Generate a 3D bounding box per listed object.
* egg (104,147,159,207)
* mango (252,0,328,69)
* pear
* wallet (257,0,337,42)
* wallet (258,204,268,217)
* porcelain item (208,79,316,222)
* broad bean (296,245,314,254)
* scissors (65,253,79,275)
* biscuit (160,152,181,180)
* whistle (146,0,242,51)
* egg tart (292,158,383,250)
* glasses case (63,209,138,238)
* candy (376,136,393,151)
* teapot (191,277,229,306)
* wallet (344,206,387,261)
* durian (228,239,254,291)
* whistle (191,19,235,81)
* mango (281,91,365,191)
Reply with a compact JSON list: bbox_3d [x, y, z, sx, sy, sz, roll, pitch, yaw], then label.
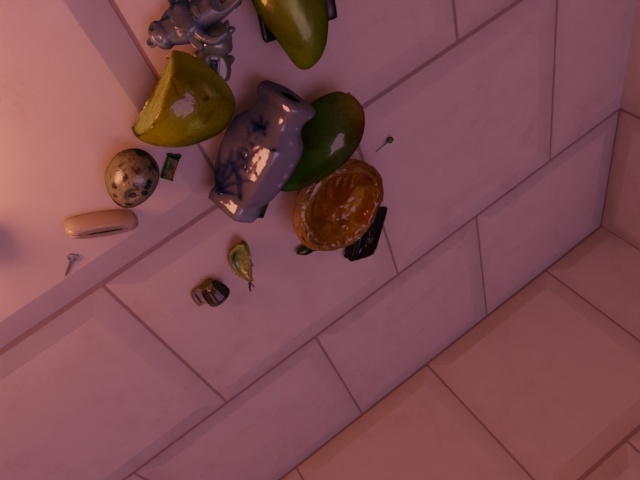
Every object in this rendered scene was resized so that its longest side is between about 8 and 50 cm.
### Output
[{"bbox_3d":[-0.528,-0.171,1.549,0.141,0.141,0.181,4,130,-41],"label":"egg"},{"bbox_3d":[-0.078,-0.625,1.470,0.192,0.156,0.343,-24,114,-12],"label":"mango"},{"bbox_3d":[-0.344,-0.328,1.496,0.239,0.139,0.288,10,135,-41],"label":"pear"},{"bbox_3d":[-0.066,-0.663,1.588,0.244,0.025,0.124,-25,135,-16],"label":"wallet"},{"bbox_3d":[-0.219,-0.136,1.920,0.088,0.026,0.129,3,123,-36],"label":"wallet"},{"bbox_3d":[-0.182,-0.260,1.685,0.178,0.242,0.405,-18,144,-58],"label":"porcelain item"},{"bbox_3d":[0.002,0.003,2.214,0.227,0.039,0.069,-34,145,-13],"label":"broad bean"},{"bbox_3d":[-0.757,0.075,1.677,0.036,0.006,0.083,14,115,-43],"label":"scissors"},{"bbox_3d":[-0.450,-0.219,1.665,0.046,0.016,0.089,5,121,-42],"label":"biscuit"},{"bbox_3d":[-0.320,-0.556,1.388,0.269,0.180,0.093,-29,-178,9],"label":"whistle"},{"bbox_3d":[0.049,-0.138,2.034,0.388,0.169,0.388,-20,132,-25],"label":"egg tart"},{"bbox_3d":[-0.635,-0.049,1.614,0.204,0.081,0.051,-10,132,-31],"label":"glasses case"},{"bbox_3d":[0.243,-0.363,2.113,0.083,0.025,0.023,-41,113,11],"label":"candy"},{"bbox_3d":[-0.402,0.191,2.010,0.124,0.092,0.091,-43,124,-10],"label":"teapot"},{"bbox_3d":[0.198,-0.028,2.346,0.168,0.052,0.245,-8,127,-39],"label":"wallet"},{"bbox_3d":[-0.279,0.082,2.003,0.086,0.100,0.215,-22,129,-19],"label":"durian"},{"bbox_3d":[-0.289,-0.483,1.502,0.106,0.102,0.253,-58,161,-60],"label":"whistle"},{"bbox_3d":[-0.008,-0.308,1.789,0.382,0.225,0.201,-48,143,8],"label":"mango"}]
